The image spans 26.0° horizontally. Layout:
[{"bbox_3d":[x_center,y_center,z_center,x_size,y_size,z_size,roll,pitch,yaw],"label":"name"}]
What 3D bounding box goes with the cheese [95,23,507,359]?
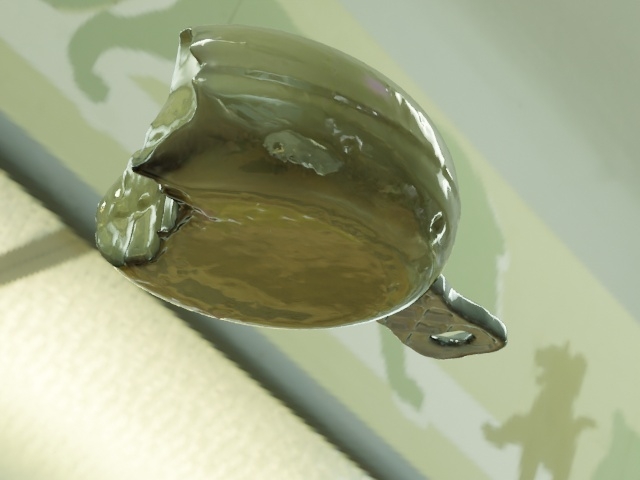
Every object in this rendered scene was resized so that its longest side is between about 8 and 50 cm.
[{"bbox_3d":[0.018,-0.003,0.597,0.249,0.070,0.163,22,-31,-30],"label":"cheese"}]
